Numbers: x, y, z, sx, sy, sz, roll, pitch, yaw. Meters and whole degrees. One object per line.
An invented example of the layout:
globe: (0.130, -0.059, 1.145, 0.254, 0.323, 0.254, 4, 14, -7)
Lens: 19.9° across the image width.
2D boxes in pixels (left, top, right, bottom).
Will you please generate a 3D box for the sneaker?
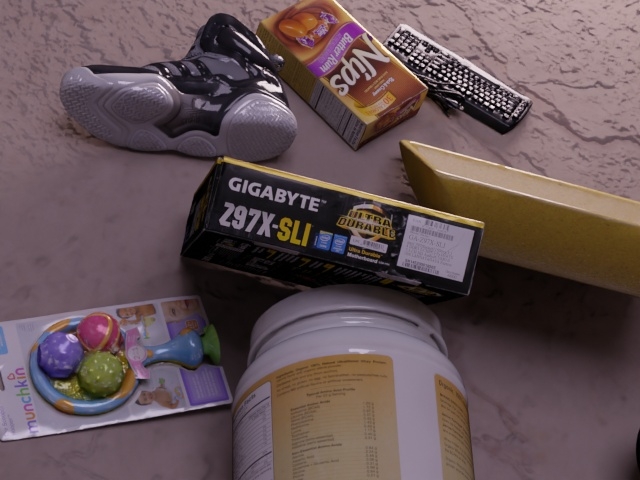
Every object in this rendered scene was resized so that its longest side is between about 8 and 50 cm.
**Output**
sneaker: (-0.159, -0.180, 2.039, 0.268, 0.101, 0.153, 10, 51, -17)

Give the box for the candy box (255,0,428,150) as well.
candy box: (0.022, -0.202, 2.139, 0.109, 0.053, 0.187, -33, 70, -35)

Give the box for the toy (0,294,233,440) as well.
toy: (-0.213, 0.113, 1.823, 0.237, 0.056, 0.137, -6, 55, -21)

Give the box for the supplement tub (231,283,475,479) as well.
supplement tub: (0.031, 0.222, 1.706, 0.228, 0.228, 0.316, 7, 52, -12)

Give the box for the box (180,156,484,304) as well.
box: (0.000, 0.000, 1.816, 0.257, 0.322, 0.079, 12, 84, -6)

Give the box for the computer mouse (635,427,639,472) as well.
computer mouse: (0.431, 0.273, 1.901, 0.272, 0.072, 0.188, 29, 48, -10)

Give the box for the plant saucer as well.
plant saucer: (0.249, -0.016, 1.962, 0.332, 0.081, 0.333, 15, 8, -6)

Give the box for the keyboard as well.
keyboard: (0.160, -0.196, 2.186, 0.192, 0.038, 0.100, 31, 51, 8)
